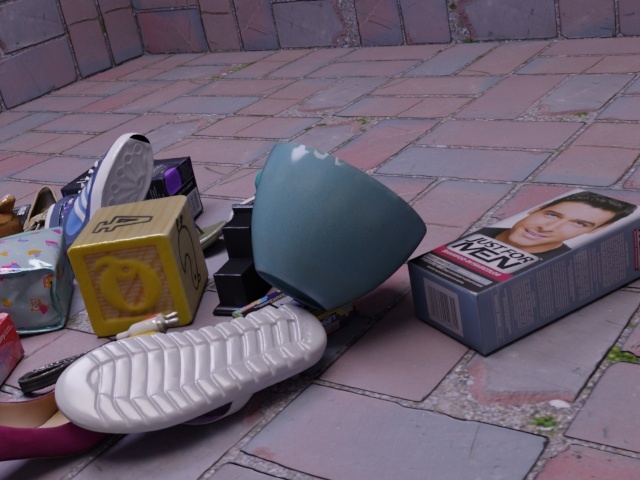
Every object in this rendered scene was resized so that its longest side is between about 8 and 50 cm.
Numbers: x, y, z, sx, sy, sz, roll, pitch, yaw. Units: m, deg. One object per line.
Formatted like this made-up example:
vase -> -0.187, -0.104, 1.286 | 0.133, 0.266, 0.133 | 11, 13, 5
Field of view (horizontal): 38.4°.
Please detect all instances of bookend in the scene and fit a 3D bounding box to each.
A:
bookend -> -0.150, 0.035, 1.703 | 0.072, 0.156, 0.157 | 0, 27, 24

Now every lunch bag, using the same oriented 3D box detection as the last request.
lunch bag -> -0.632, 0.089, 1.807 | 0.262, 0.160, 0.223 | -9, 24, -8

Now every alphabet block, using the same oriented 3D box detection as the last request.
alphabet block -> -0.336, 0.044, 1.728 | 0.193, 0.192, 0.197 | -10, 24, 8

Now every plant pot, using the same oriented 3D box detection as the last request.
plant pot -> 0.000, 0.000, 1.502 | 0.290, 0.290, 0.195 | 17, 72, 48

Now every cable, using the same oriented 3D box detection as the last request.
cable -> -0.376, 0.182, 1.580 | 0.287, 0.072, 0.139 | -12, 18, -1

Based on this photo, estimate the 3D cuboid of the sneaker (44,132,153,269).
sneaker -> -0.505, -0.095, 1.996 | 0.236, 0.323, 0.130 | 18, 3, 38

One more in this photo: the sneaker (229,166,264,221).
sneaker -> -0.107, -0.094, 2.012 | 0.295, 0.124, 0.178 | -18, 28, -34

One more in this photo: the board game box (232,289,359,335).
board game box -> -0.042, 0.129, 1.575 | 0.170, 0.048, 0.141 | -25, 29, -29

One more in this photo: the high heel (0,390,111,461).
high heel -> -0.420, 0.237, 1.334 | 0.127, 0.181, 0.377 | 10, 32, 41

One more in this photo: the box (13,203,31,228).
box -> -0.817, -0.023, 2.288 | 0.184, 0.045, 0.191 | -15, 24, -2

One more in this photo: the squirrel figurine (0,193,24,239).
squirrel figurine -> -0.835, 0.002, 1.967 | 0.370, 0.281, 0.397 | 2, 2, -12

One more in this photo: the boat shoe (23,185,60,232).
boat shoe -> -0.668, -0.047, 2.215 | 0.104, 0.089, 0.285 | -15, 24, -10

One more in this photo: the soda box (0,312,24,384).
soda box -> -0.599, 0.225, 1.556 | 0.083, 0.092, 0.263 | -8, 24, 9

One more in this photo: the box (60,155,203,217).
box -> -0.437, -0.095, 2.148 | 0.270, 0.143, 0.165 | -4, 23, 19

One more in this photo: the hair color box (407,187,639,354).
hair color box -> 0.352, 0.039, 1.512 | 0.374, 0.114, 0.185 | -22, 25, -23

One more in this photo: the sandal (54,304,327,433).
sandal -> -0.182, 0.214, 1.387 | 0.416, 0.102, 0.169 | -12, 43, -17

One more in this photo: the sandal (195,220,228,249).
sandal -> -0.345, -0.015, 1.992 | 0.302, 0.086, 0.120 | -4, 24, 19
